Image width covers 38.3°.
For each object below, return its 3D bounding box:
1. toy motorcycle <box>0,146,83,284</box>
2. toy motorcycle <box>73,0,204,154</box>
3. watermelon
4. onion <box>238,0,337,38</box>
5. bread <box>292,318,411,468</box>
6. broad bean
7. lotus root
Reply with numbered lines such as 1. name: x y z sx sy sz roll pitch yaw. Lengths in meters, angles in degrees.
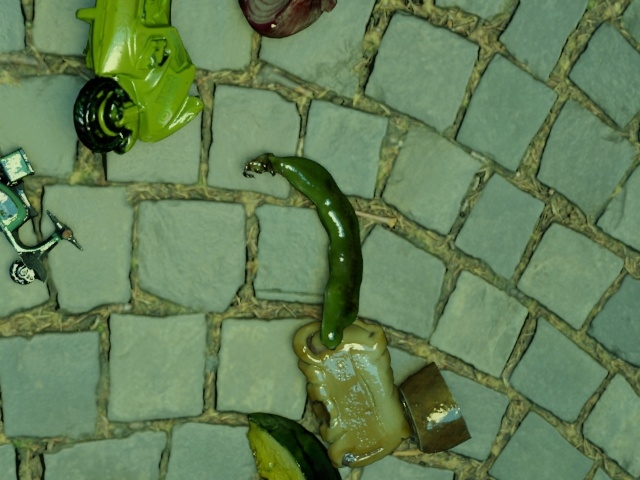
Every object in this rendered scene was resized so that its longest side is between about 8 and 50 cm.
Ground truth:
1. toy motorcycle: -0.393 -0.027 1.219 0.100 0.058 0.173 -29 101 -15
2. toy motorcycle: -0.220 -0.268 1.177 0.142 0.206 0.342 6 85 17
3. watermelon: -0.030 0.396 1.354 0.129 0.123 0.301 -4 100 19
4. onion: -0.025 -0.366 1.249 0.098 0.151 0.206 25 103 -48
5. bread: 0.047 0.218 1.339 0.134 0.081 0.225 -15 98 0
6. broad bean: 0.000 0.000 1.301 0.144 0.049 0.292 -26 95 -34
7. lotus root: 0.165 0.246 1.356 0.081 0.122 0.112 -19 125 -5
